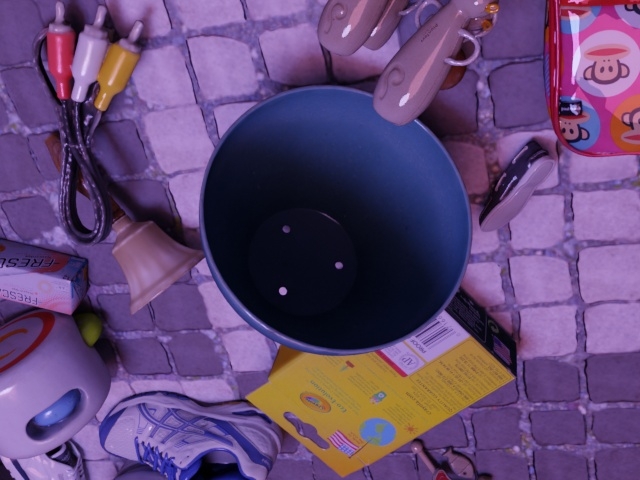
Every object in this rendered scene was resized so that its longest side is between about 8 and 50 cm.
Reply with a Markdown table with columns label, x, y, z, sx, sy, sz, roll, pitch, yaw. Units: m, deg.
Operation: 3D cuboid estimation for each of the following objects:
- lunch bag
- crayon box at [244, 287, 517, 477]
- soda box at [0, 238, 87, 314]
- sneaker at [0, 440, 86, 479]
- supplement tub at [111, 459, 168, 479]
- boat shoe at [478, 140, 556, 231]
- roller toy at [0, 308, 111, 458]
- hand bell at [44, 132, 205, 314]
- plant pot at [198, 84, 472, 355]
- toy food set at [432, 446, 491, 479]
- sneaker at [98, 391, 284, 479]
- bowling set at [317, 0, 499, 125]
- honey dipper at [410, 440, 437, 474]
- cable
| label | x | y | z | sx | sy | sz | roll | pitch | yaw |
| --- | --- | --- | --- | --- | --- | --- | --- | --- | --- |
| lunch bag | 0.365 | -0.218 | 0.816 | 0.293 | 0.120 | 0.258 | -2 | 117 | 12 |
| crayon box | 0.076 | 0.173 | 1.137 | 0.202 | 0.081 | 0.318 | 44 | 120 | -15 |
| soda box | -0.420 | 0.045 | 1.178 | 0.183 | 0.058 | 0.063 | 13 | 123 | 4 |
| sneaker | -0.426 | 0.390 | 1.384 | 0.094 | 0.090 | 0.235 | -21 | 118 | 11 |
| supplement tub | -0.265 | 0.502 | 1.267 | 0.241 | 0.331 | 0.241 | 5 | 122 | 8 |
| boat shoe | 0.221 | -0.061 | 0.986 | 0.046 | 0.038 | 0.125 | -4 | 140 | -36 |
| roller toy | -0.404 | 0.204 | 1.194 | 0.209 | 0.191 | 0.146 | -16 | 118 | 21 |
| hand bell | -0.269 | -0.036 | 1.087 | 0.126 | 0.126 | 0.242 | -36 | 96 | 28 |
| plant pot | 0.000 | 0.000 | 0.959 | 0.290 | 0.290 | 0.195 | 26 | 159 | -4 |
| toy food set | 0.212 | 0.367 | 1.246 | 0.122 | 0.019 | 0.078 | 38 | 92 | -15 |
| sneaker | -0.207 | 0.306 | 1.254 | 0.296 | 0.131 | 0.112 | -4 | 122 | 16 |
| bowling set | 0.096 | -0.242 | 0.849 | 0.154 | 0.199 | 0.287 | -53 | 57 | 28 |
| honey dipper | 0.179 | 0.358 | 1.264 | 0.030 | 0.030 | 0.161 | -29 | 109 | 26 |
| cable | -0.293 | -0.136 | 0.993 | 0.139 | 0.072 | 0.287 | 16 | 103 | 6 |
